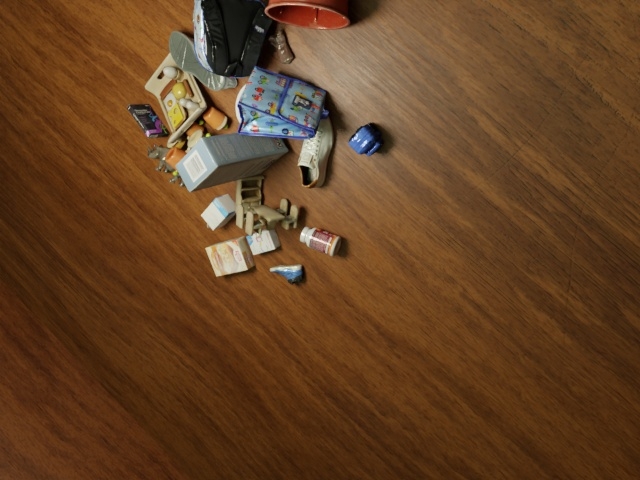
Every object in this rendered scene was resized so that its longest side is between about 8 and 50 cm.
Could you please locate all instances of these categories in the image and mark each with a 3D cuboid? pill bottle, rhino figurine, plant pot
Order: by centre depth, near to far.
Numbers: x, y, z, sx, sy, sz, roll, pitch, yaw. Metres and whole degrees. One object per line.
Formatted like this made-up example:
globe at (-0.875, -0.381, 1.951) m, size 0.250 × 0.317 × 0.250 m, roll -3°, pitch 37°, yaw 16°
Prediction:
plant pot at (-0.025, -0.833, 1.329) m, size 0.272 × 0.272 × 0.265 m, roll 12°, pitch 104°, yaw 21°
pill bottle at (0.000, 0.000, 1.698) m, size 0.152 × 0.086 × 0.086 m, roll 21°, pitch 116°, yaw 17°
rhino figurine at (-0.681, -0.350, 1.901) m, size 0.243 × 0.073 × 0.106 m, roll 39°, pitch 106°, yaw 10°

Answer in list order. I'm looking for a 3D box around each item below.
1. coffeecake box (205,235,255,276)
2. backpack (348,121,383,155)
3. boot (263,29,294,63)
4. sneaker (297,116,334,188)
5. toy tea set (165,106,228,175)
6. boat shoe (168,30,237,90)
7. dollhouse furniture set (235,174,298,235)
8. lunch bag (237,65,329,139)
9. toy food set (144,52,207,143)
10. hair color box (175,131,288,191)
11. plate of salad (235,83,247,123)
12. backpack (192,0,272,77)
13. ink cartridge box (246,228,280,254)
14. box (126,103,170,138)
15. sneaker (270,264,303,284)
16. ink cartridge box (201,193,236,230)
coffeecake box at (-0.406, 0.073, 1.925) m, size 0.186 × 0.068 × 0.142 m, roll -13°, pitch 101°, yaw 28°
backpack at (0.161, -0.347, 1.479) m, size 0.101 × 0.120 × 0.098 m, roll 43°, pitch 119°, yaw 6°
boot at (-0.159, -0.689, 1.560) m, size 0.106 × 0.037 × 0.114 m, roll -15°, pitch 105°, yaw 31°
sneaker at (-0.022, -0.329, 1.572) m, size 0.106 × 0.123 × 0.290 m, roll 12°, pitch 111°, yaw 23°
toy tea set at (-0.507, -0.405, 1.779) m, size 0.336 × 0.200 × 0.124 m, roll -22°, pitch 141°, yaw 31°
boat shoe at (-0.464, -0.697, 1.669) m, size 0.320 × 0.103 × 0.118 m, roll 40°, pitch 120°, yaw 12°
dollhouse furniture set at (-0.233, -0.148, 1.688) m, size 0.242 × 0.212 × 0.161 m, roll 33°, pitch 124°, yaw 42°
lunch bag at (-0.118, -0.459, 1.492) m, size 0.293 × 0.221 × 0.138 m, roll 12°, pitch 144°, yaw -1°
toy food set at (-0.597, -0.574, 1.727) m, size 0.220 × 0.092 × 0.306 m, roll -36°, pitch 70°, yaw 28°
hair color box at (-0.310, -0.300, 1.554) m, size 0.185 × 0.374 × 0.113 m, roll -29°, pitch 89°, yaw 39°
plate of salad at (-0.240, -0.515, 1.651) m, size 0.200 × 0.048 × 0.199 m, roll 4°, pitch 98°, yaw 24°
backpack at (-0.329, -0.712, 1.501) m, size 0.213 × 0.277 × 0.263 m, roll 33°, pitch 122°, yaw 54°
ink cartridge box at (-0.244, 0.002, 1.833) m, size 0.122 × 0.052 × 0.088 m, roll -16°, pitch 100°, yaw 28°
box at (-0.741, -0.516, 1.846) m, size 0.029 × 0.116 × 0.162 m, roll -37°, pitch 90°, yaw 29°
sneaker at (-0.145, 0.150, 1.835) m, size 0.152 × 0.058 × 0.084 m, roll -5°, pitch 97°, yaw 20°
ink cartridge box at (-0.440, -0.118, 1.859) m, size 0.143 × 0.092 × 0.090 m, roll -39°, pitch 88°, yaw 30°
